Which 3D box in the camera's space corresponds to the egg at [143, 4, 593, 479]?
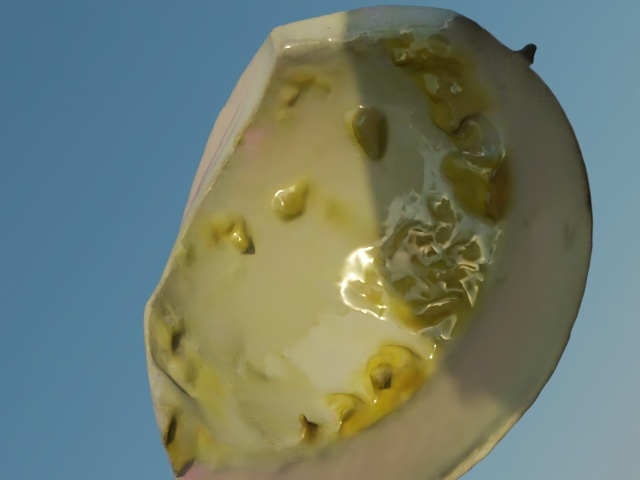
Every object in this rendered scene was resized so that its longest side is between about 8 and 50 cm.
[{"bbox_3d":[0.010,0.012,0.736,0.206,0.162,0.271,27,-88,-37],"label":"egg"}]
